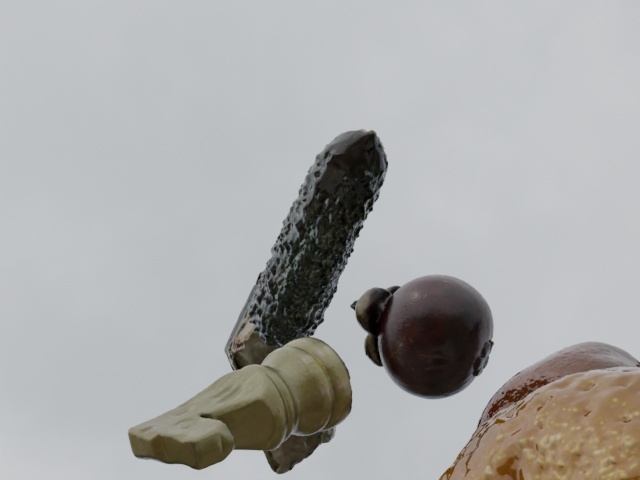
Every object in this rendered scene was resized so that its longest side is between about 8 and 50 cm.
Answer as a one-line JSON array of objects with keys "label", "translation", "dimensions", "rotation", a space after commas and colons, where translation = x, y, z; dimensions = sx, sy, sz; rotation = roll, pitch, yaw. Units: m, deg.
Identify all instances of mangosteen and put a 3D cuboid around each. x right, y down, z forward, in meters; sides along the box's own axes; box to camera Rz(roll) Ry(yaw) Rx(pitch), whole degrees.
[{"label": "mangosteen", "translation": [0.165, 0.151, 2.168], "dimensions": [0.258, 0.215, 0.215], "rotation": [21, -32, 17]}]

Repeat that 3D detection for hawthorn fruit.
[{"label": "hawthorn fruit", "translation": [0.251, 0.221, 1.375], "dimensions": [0.251, 0.199, 0.199], "rotation": [-18, -41, 14]}]

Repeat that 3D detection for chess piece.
[{"label": "chess piece", "translation": [-0.069, 0.154, 1.131], "dimensions": [0.200, 0.090, 0.090], "rotation": [-18, -16, -43]}]

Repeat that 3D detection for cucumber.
[{"label": "cucumber", "translation": [0.000, 0.000, 1.456], "dimensions": [0.096, 0.096, 0.359], "rotation": [12, -36, -10]}]

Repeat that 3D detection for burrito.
[{"label": "burrito", "translation": [-0.080, 0.224, 2.234], "dimensions": [0.107, 0.347, 0.175], "rotation": [-22, -5, 35]}]

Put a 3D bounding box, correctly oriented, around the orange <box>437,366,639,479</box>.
[{"label": "orange", "translation": [0.227, 0.259, 0.889], "dimensions": [0.341, 0.340, 0.293], "rotation": [-28, -57, 37]}]
